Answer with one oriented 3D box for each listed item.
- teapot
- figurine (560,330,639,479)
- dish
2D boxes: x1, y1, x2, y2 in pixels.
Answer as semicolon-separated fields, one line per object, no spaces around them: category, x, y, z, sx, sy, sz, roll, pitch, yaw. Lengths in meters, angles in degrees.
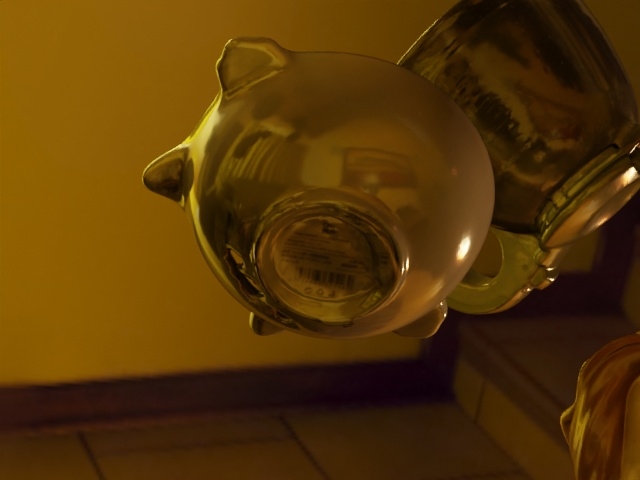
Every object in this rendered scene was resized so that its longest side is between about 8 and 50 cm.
teapot;0.172;-0.081;1.329;0.239;0.321;0.239;51;9;17
figurine;0.227;0.155;0.791;0.142;0.190;0.263;-7;44;-12
dish;0.000;0.000;0.864;0.236;0.228;0.086;34;30;-15
